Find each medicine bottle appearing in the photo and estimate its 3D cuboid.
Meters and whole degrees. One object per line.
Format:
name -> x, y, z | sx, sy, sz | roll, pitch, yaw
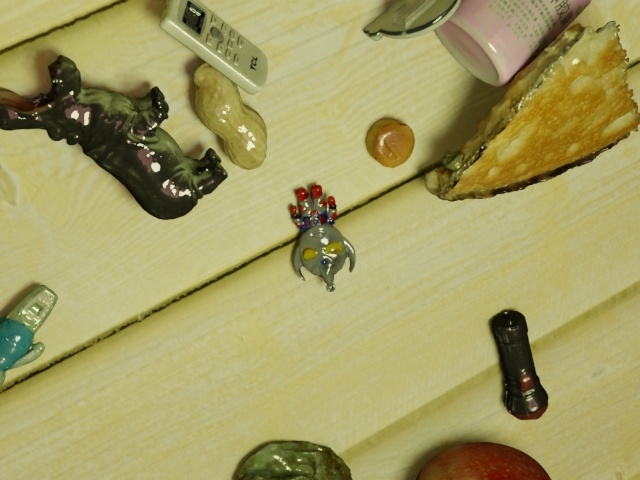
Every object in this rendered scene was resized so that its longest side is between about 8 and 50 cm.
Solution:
medicine bottle -> 0.340, -0.409, 1.484 | 0.291, 0.178, 0.178 | -44, 121, -3

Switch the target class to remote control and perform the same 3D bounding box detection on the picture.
remote control -> -0.156, -0.298, 1.366 | 0.190, 0.087, 0.029 | 35, 133, -30

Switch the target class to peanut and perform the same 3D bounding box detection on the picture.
peanut -> -0.142, -0.194, 1.416 | 0.082, 0.082, 0.187 | -39, 119, -5

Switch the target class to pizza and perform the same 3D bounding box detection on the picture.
pizza -> 0.362, -0.182, 1.571 | 0.392, 0.080, 0.435 | -35, 151, 11

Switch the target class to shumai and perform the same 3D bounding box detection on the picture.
shumai -> -0.028, 0.512, 1.677 | 0.272, 0.204, 0.222 | 22, 101, -33

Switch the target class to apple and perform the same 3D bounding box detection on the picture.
apple -> 0.329, 0.570, 1.779 | 0.277, 0.348, 0.348 | -4, 113, -5

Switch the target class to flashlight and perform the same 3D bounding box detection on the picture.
flashlight -> 0.401, 0.252, 1.826 | 0.093, 0.093, 0.231 | -24, 117, -14

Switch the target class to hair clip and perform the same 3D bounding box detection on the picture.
hair clip -> 0.173, -0.395, 1.438 | 0.220, 0.140, 0.054 | -48, 131, -1

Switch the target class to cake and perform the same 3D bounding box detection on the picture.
cake -> 0.121, -0.169, 1.560 | 0.084, 0.044, 0.084 | -9, 115, -20

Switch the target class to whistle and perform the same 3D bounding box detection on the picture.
whistle -> -0.495, 0.170, 1.405 | 0.114, 0.077, 0.235 | 41, 89, -24

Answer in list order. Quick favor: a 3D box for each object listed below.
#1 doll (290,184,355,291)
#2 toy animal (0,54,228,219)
doll -> 0.001, 0.000, 1.565 | 0.104, 0.062, 0.194 | -18, 110, -17
toy animal -> -0.303, -0.164, 1.342 | 0.343, 0.106, 0.168 | 33, 102, -24
